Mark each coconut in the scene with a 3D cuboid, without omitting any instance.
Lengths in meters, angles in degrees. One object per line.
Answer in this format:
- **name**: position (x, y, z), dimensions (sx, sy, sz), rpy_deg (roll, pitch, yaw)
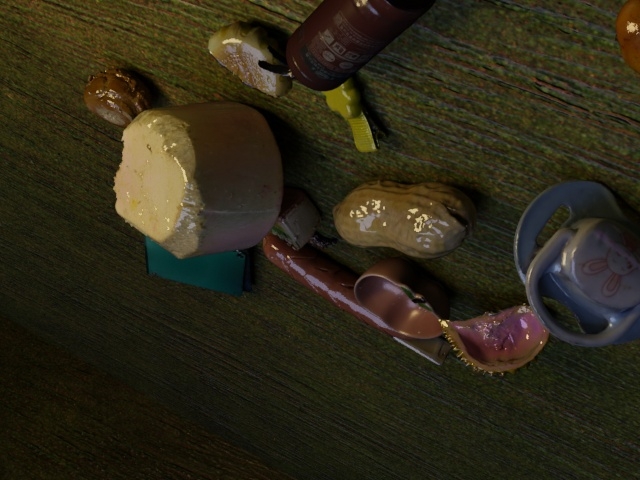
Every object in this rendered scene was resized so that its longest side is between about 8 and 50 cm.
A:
- **coconut**: position (-0.212, -0.118, 1.651), dimensions (0.298, 0.310, 0.297), rpy_deg (8, 103, 42)

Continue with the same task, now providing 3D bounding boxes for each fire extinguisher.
- **fire extinguisher**: position (0.028, -0.314, 1.297), dimensions (0.136, 0.114, 0.337), rpy_deg (27, 153, -18)

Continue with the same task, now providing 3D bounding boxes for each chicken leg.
- **chicken leg**: position (-0.001, 0.001, 1.884), dimensions (0.083, 0.021, 0.036), rpy_deg (20, 138, 21)

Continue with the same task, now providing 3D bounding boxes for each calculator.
- **calculator**: position (-0.299, 0.039, 2.136), dimensions (0.274, 0.058, 0.248), rpy_deg (11, 147, 2)

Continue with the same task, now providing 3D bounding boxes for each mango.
- **mango**: position (0.436, -0.238, 1.051), dimensions (0.165, 0.089, 0.115), rpy_deg (35, 141, -9)

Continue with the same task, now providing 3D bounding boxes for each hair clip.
- **hair clip**: position (0.050, -0.227, 1.478), dimensions (0.072, 0.046, 0.173), rpy_deg (-2, 134, 40)

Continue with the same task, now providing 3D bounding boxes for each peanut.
- **peanut**: position (0.146, -0.038, 1.575), dimensions (0.313, 0.149, 0.149), rpy_deg (5, 140, 40)

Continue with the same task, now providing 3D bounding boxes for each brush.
- **brush**: position (0.147, 0.183, 1.973), dimensions (0.321, 0.060, 0.050), rpy_deg (30, 163, 6)

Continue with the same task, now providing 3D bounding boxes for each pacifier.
- **pacifier**: position (0.419, 0.044, 1.392), dimensions (0.287, 0.238, 0.226), rpy_deg (35, 179, -6)

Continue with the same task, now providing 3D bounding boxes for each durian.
- **durian**: position (0.346, 0.189, 1.693), dimensions (0.165, 0.183, 0.132), rpy_deg (44, 155, 57)

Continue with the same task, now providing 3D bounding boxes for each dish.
- **dish**: position (0.181, 0.109, 1.799), dimensions (0.213, 0.090, 0.213), rpy_deg (26, 152, 16)

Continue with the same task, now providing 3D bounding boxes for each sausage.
- **sausage**: position (0.052, 0.107, 1.925), dimensions (0.433, 0.088, 0.088), rpy_deg (30, 150, 6)

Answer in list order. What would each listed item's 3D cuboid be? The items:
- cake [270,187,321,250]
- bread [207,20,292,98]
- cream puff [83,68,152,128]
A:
- **cake**: position (-0.092, -0.068, 1.855), dimensions (0.225, 0.090, 0.109), rpy_deg (28, 158, 50)
- **bread**: position (-0.113, -0.319, 1.462), dimensions (0.157, 0.083, 0.094), rpy_deg (27, 147, 8)
- **cream puff**: position (-0.407, -0.293, 1.766), dimensions (0.144, 0.103, 0.126), rpy_deg (21, 161, 21)
